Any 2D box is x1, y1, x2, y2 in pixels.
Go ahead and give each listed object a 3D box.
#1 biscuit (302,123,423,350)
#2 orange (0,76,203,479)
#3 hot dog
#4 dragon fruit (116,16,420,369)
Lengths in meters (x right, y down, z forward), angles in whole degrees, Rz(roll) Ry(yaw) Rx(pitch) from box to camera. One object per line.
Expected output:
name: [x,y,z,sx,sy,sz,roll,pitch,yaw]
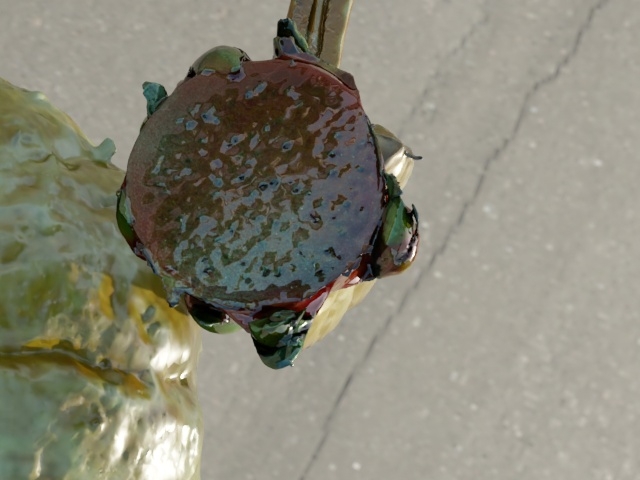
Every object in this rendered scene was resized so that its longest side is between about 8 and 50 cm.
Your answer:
biscuit: [0.000,0.000,0.918,0.118,0.061,0.183,-49,168,-18]
orange: [-0.169,0.084,0.923,0.271,0.210,0.368,103,-15,-74]
hot dog: [-0.004,-0.103,0.888,0.021,0.037,0.083,125,-21,-73]
dragon fruit: [-0.018,-0.025,0.741,0.175,0.138,0.142,-22,132,-84]
